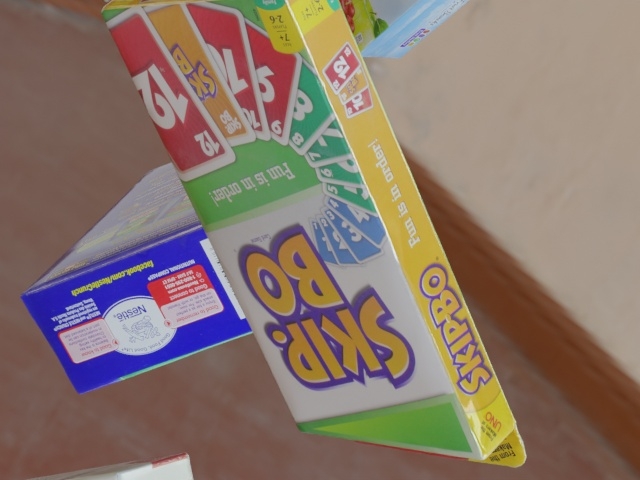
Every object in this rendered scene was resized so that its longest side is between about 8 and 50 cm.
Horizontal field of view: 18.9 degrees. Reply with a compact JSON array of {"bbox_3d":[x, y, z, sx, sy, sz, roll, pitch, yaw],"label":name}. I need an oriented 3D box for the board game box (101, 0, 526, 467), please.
[{"bbox_3d":[0.000,0.000,0.868,0.124,0.039,0.259,3,-53,47],"label":"board game box"}]

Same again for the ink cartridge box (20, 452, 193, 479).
[{"bbox_3d":[-0.204,0.226,1.562,0.127,0.175,0.072,-6,84,-67],"label":"ink cartridge box"}]

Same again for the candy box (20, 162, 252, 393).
[{"bbox_3d":[-0.091,-0.005,1.828,0.122,0.268,0.317,63,27,-14],"label":"candy box"}]

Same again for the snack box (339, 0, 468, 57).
[{"bbox_3d":[0.077,-0.313,1.920,0.070,0.174,0.207,-3,67,-40],"label":"snack box"}]

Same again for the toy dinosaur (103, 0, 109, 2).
[{"bbox_3d":[-0.127,-0.210,1.468,0.313,0.121,0.160,42,-9,26],"label":"toy dinosaur"}]
